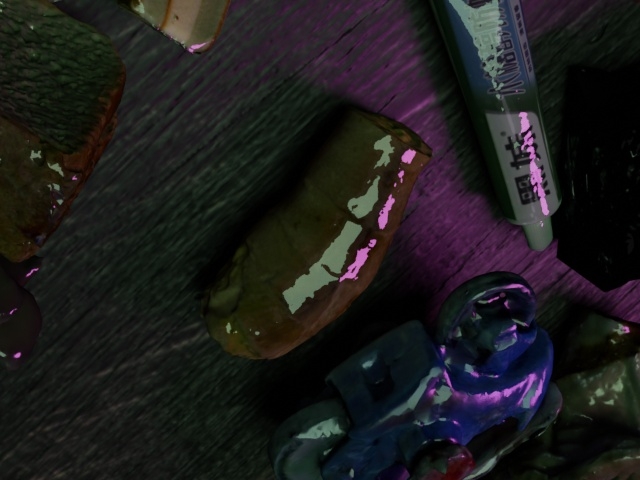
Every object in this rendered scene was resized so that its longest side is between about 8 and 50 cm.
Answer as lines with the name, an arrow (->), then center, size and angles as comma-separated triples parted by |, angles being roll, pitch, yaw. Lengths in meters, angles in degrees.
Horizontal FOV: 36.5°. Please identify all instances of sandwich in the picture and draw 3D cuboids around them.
sandwich -> -0.085, -0.227, 0.707 | 0.079, 0.113, 0.163 | 31, 96, -37
sandwich -> -0.269, -0.119, 0.620 | 0.288, 0.254, 0.100 | 28, 113, -18

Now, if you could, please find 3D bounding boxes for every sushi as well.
sushi -> 0.386, -0.060, 0.947 | 0.227, 0.212, 0.215 | -11, 119, -19

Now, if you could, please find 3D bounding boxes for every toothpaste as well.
toothpaste -> 0.164, -0.150, 0.894 | 0.098, 0.061, 0.392 | -26, 122, -6

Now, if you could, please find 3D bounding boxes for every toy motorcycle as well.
toy motorcycle -> 0.104, 0.161, 0.985 | 0.319, 0.182, 0.241 | -38, 160, 12

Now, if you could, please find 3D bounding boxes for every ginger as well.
ginger -> 0.000, 0.000, 0.880 | 0.263, 0.116, 0.109 | -54, 164, 5

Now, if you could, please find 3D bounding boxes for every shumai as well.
shumai -> 0.297, 0.212, 1.119 | 0.222, 0.204, 0.272 | 25, 136, -39

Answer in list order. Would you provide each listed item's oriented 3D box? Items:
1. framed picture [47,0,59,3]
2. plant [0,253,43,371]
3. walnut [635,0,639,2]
framed picture -> -0.211, -0.230, 0.721 | 0.149, 0.011, 0.109 | -20, 122, -12
plant -> -0.328, -0.004, 0.681 | 0.276, 0.199, 0.188 | 34, 104, -26
walnut -> 0.340, -0.303, 0.789 | 0.283, 0.227, 0.283 | -17, 158, -7
